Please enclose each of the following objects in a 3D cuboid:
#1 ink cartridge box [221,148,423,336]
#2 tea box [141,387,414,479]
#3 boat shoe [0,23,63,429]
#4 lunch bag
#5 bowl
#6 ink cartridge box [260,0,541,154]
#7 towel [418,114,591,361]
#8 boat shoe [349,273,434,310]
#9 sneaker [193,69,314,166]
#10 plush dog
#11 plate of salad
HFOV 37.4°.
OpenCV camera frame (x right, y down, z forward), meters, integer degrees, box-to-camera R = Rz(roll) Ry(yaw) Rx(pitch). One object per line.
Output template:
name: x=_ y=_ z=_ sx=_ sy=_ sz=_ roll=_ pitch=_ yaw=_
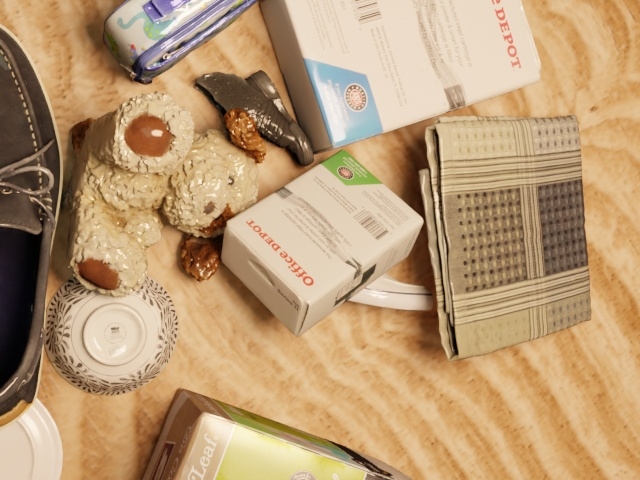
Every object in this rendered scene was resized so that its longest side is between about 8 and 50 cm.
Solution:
ink cartridge box: x=0.000 y=0.000 z=1.188 sx=0.208 sy=0.086 sz=0.153 roll=-33 pitch=67 yaw=-31
tea box: x=-0.075 y=0.395 z=1.152 sx=0.324 sy=0.220 sz=0.328 roll=24 pitch=83 yaw=-15
boat shoe: x=-0.390 y=-0.031 z=1.089 sx=0.187 sy=0.156 sz=0.499 roll=0 pitch=80 yaw=-18
lunch bag: x=-0.161 y=-0.286 z=1.159 sx=0.219 sy=0.176 sz=0.090 roll=-39 pitch=99 yaw=-13
bowl: x=-0.259 y=0.114 z=1.177 sx=0.170 sy=0.080 sz=0.170 roll=0 pitch=89 yaw=-14
ink cartridge box: x=0.105 y=-0.266 z=1.255 sx=0.308 sy=0.129 sz=0.223 roll=-19 pitch=94 yaw=-15
towel: x=0.254 y=-0.016 z=1.282 sx=0.324 sy=0.056 sz=0.312 roll=-8 pitch=94 yaw=-42
boat shoe: x=0.048 y=0.044 z=1.259 sx=0.226 sy=0.083 sz=0.075 roll=10 pitch=88 yaw=-14
sneaker: x=-0.086 y=-0.156 z=1.245 sx=0.089 sy=0.051 sz=0.170 roll=-31 pitch=93 yaw=-13
plush dog: x=-0.185 y=-0.072 z=1.172 sx=0.226 sy=0.210 sz=0.262 roll=11 pitch=115 yaw=-29
plate of salad: x=-0.414 y=0.263 z=1.151 sx=0.200 sy=0.048 sz=0.199 roll=0 pitch=91 yaw=-5
